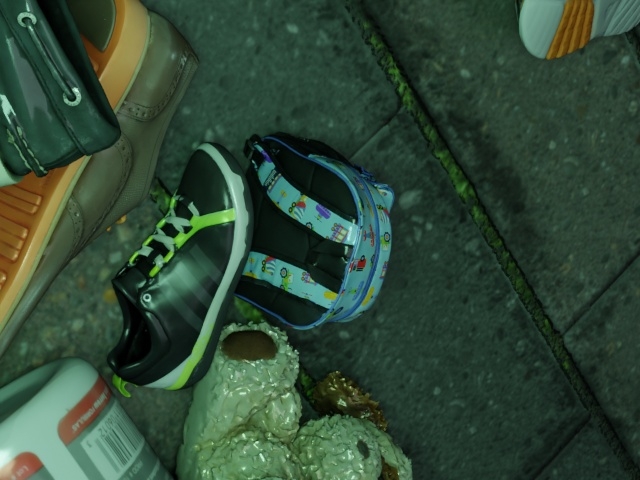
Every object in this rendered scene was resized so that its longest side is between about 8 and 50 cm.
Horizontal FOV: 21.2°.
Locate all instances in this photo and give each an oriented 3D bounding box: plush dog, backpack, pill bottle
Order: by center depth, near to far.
[{"bbox_3d":[-0.177,0.294,1.389,0.210,0.210,0.363,-37,100,-19],"label":"pill bottle"},{"bbox_3d":[0.000,0.000,1.503,0.117,0.173,0.158,12,101,-39],"label":"backpack"},{"bbox_3d":[-0.015,0.228,1.583,0.225,0.262,0.210,6,138,-28],"label":"plush dog"}]

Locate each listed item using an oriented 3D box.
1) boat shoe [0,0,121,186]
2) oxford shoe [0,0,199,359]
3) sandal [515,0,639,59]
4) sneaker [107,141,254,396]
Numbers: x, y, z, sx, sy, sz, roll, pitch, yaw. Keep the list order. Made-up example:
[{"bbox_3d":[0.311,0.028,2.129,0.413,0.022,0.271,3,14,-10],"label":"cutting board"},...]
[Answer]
[{"bbox_3d":[-0.204,-0.209,1.144,0.113,0.127,0.340,-9,95,6],"label":"boat shoe"},{"bbox_3d":[-0.208,-0.021,1.375,0.133,0.130,0.363,29,92,-48],"label":"oxford shoe"},{"bbox_3d":[0.243,-0.239,1.658,0.265,0.076,0.102,-15,134,-54],"label":"sandal"},{"bbox_3d":[-0.128,0.029,1.479,0.097,0.084,0.234,3,107,-36],"label":"sneaker"}]
